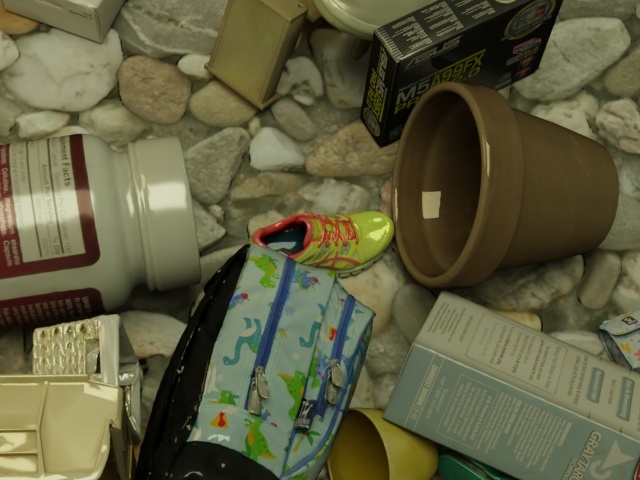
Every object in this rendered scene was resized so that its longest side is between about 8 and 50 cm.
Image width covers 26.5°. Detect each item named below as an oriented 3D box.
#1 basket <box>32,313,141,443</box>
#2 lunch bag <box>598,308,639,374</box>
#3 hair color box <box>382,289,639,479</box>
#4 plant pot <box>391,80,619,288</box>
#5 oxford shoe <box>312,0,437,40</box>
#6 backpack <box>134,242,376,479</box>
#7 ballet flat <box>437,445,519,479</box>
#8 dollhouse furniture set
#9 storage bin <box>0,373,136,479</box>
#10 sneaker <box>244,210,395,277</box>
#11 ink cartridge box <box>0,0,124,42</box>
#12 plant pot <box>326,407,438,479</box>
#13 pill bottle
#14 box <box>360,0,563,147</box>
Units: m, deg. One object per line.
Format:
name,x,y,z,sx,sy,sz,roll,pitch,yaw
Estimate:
basket,-0.275,0.169,1.607,0.103,0.167,0.113,-5,64,-1
lunch bag,0.403,0.129,1.733,0.071,0.053,0.083,-17,57,-13
hair color box,0.280,0.205,1.604,0.375,0.113,0.185,23,23,8
plant pot,0.244,-0.061,1.732,0.229,0.263,0.263,5,62,-23
oxford shoe,0.172,-0.379,1.846,0.449,0.130,0.169,-19,69,-36
backpack,-0.079,0.179,1.572,0.274,0.290,0.355,7,57,-10
ballet flat,0.251,0.312,1.620,0.247,0.083,0.087,41,54,13
dollhouse furniture set,-0.032,-0.316,1.902,0.212,0.161,0.242,37,45,14
storage bin,-0.344,0.253,1.507,0.261,0.262,0.123,0,62,-4
sneaker,0.000,0.000,1.746,0.209,0.094,0.081,-15,64,-12
ink cartridge box,-0.340,-0.407,1.924,0.160,0.092,0.219,20,65,7
plant pot,0.083,0.260,1.617,0.095,0.134,0.134,-3,62,-32
pill bottle,-0.353,-0.011,1.657,0.392,0.224,0.224,-8,65,-8
box,0.188,-0.252,1.815,0.270,0.216,0.060,-27,69,-17
